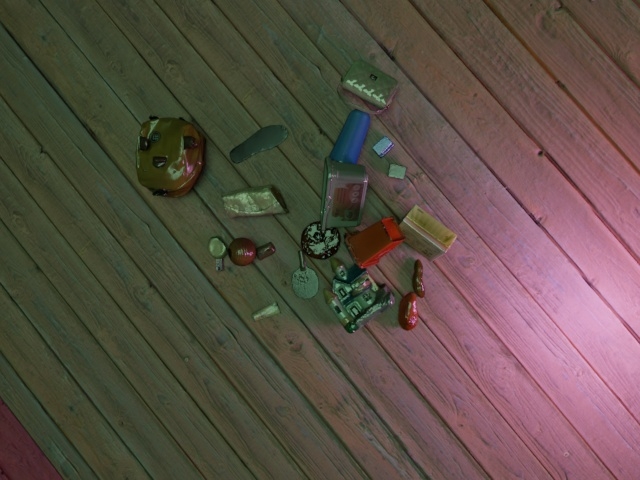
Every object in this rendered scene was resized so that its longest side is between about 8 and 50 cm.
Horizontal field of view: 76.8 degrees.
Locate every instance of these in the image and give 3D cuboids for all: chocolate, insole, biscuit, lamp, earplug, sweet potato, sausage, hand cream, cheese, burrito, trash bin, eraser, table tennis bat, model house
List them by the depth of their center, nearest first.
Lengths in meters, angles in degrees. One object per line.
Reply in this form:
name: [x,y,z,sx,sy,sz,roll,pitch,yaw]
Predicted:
trash bin: [0.234,-0.007,1.779,0.238,0.161,0.185,-39,72,40]
model house: [0.138,0.212,1.832,0.267,0.194,0.325,-37,84,7]
earplug: [0.142,-0.468,1.839,0.132,0.132,0.273,22,91,5]
sausage: [0.404,0.327,1.853,0.089,0.089,0.179,2,94,6]
sweet potato: [0.450,0.178,1.860,0.053,0.053,0.182,-3,92,12]
eraser: [0.290,-0.433,1.869,0.084,0.027,0.063,-42,86,6]
biscuit: [0.000,0.000,1.906,0.192,0.049,0.192,1,96,7]
lamp: [-0.370,0.054,1.907,0.136,0.136,0.137,0,92,6]
burrito: [-0.305,-0.183,1.907,0.299,0.105,0.143,-6,101,5]
table tennis bat: [-0.078,0.165,1.936,0.131,0.022,0.235,-7,93,8]
insole: [-0.299,-0.464,1.941,0.309,0.012,0.110,-29,89,7]
chocolate: [-0.267,0.052,1.946,0.100,0.031,0.065,-24,94,5]
hand cream: [-0.267,0.351,1.955,0.143,0.039,0.061,-24,87,2]
cheese: [-0.490,0.060,1.962,0.092,0.047,0.171,-22,89,9]

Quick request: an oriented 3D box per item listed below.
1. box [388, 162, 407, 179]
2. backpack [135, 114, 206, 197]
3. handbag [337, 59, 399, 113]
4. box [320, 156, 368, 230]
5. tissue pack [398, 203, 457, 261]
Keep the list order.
box: [0.351,-0.315,1.853,0.084,0.060,0.063,15,101,5]
backpack: [-0.710,-0.391,1.897,0.353,0.201,0.378,1,89,10]
handbag: [0.207,-0.676,1.812,0.256,0.079,0.219,31,72,4]
box: [0.100,-0.199,1.783,0.182,0.175,0.312,2,126,-4]
tissue pack: [0.457,-0.029,1.789,0.234,0.159,0.125,38,72,5]
